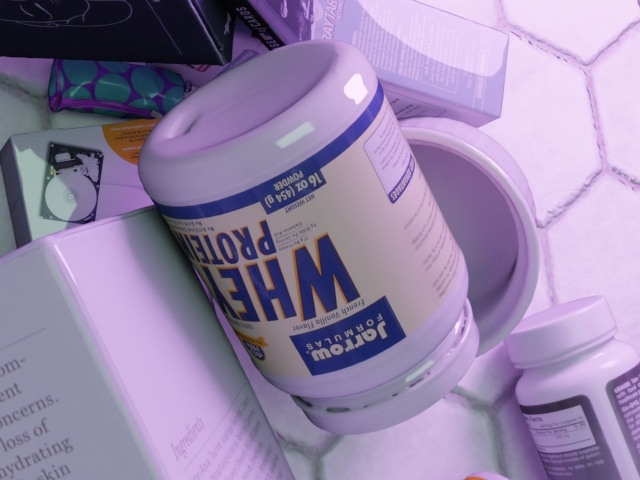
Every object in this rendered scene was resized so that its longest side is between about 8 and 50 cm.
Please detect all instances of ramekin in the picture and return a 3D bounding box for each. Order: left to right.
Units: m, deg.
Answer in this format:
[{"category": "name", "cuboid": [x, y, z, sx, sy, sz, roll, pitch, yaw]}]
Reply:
[{"category": "ramekin", "cuboid": [0.113, -0.007, 1.232, 0.277, 0.277, 0.135, 54, 26, -7]}]

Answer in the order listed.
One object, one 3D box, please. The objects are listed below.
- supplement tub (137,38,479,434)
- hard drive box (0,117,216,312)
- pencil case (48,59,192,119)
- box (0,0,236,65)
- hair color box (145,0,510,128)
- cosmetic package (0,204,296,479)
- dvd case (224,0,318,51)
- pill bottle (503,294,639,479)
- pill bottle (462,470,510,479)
[{"category": "supplement tub", "cuboid": [0.000, 0.000, 1.045, 0.235, 0.235, 0.324, -42, 119, -25]}, {"category": "hard drive box", "cuboid": [-0.226, -0.002, 1.170, 0.181, 0.089, 0.232, -11, 85, -26]}, {"category": "pencil case", "cuboid": [-0.224, -0.163, 1.214, 0.152, 0.064, 0.070, 5, 48, -23]}, {"category": "box", "cuboid": [-0.290, -0.315, 0.995, 0.396, 0.293, 0.211, 4, 77, 8]}, {"category": "hair color box", "cuboid": [0.008, -0.217, 1.266, 0.375, 0.185, 0.113, 14, 75, -22]}, {"category": "cosmetic package", "cuboid": [-0.227, 0.219, 0.924, 0.330, 0.327, 0.393, -24, 93, 9]}, {"category": "dvd case", "cuboid": [-0.042, -0.311, 1.078, 0.179, 0.030, 0.238, 38, 54, -62]}, {"category": "pill bottle", "cuboid": [0.338, 0.221, 1.352, 0.161, 0.161, 0.283, -21, 90, -27]}, {"category": "pill bottle", "cuboid": [0.129, 0.397, 1.221, 0.278, 0.162, 0.162, -33, 95, -27]}]
